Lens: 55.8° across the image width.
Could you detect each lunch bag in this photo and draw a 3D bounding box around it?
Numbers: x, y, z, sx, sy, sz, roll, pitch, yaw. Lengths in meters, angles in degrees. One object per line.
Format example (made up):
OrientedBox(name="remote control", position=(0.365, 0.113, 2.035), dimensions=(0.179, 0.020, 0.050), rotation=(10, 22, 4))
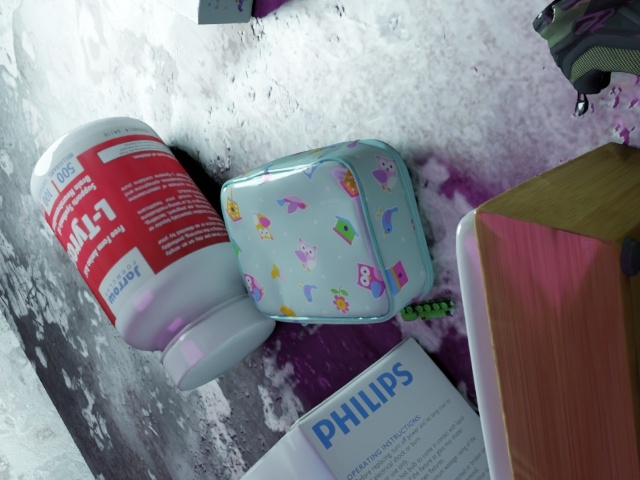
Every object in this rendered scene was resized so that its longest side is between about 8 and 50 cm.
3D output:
OrientedBox(name="lunch bag", position=(0.000, 0.000, 0.767), dimensions=(0.279, 0.108, 0.224), rotation=(-6, 108, 49))

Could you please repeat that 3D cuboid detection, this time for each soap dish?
OrientedBox(name="soap dish", position=(0.226, 0.083, 0.480), dimensions=(0.118, 0.229, 0.290), rotation=(2, 109, 47))

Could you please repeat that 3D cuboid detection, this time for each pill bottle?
OrientedBox(name="pill bottle", position=(-0.256, 0.020, 0.950), dimensions=(0.407, 0.229, 0.229), rotation=(51, 136, 17))

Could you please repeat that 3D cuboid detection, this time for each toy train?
OrientedBox(name="toy train", position=(0.130, 0.086, 0.740), dimensions=(0.083, 0.017, 0.023), rotation=(-15, 106, 48))

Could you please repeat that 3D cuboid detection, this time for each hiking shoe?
OrientedBox(name="hiking shoe", position=(0.279, -0.169, 0.441), dimensions=(0.227, 0.086, 0.114), rotation=(-11, 115, 51))

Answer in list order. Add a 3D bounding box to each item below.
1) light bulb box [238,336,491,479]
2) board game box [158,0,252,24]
OrientedBox(name="light bulb box", position=(0.082, 0.386, 0.768), dimensions=(0.361, 0.225, 0.358), rotation=(50, 136, 16))
OrientedBox(name="board game box", position=(-0.165, -0.455, 0.745), dimensions=(0.224, 0.097, 0.303), rotation=(37, 129, 29))
